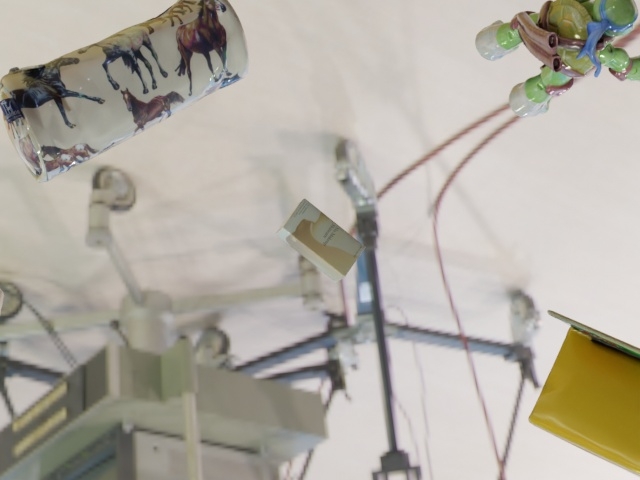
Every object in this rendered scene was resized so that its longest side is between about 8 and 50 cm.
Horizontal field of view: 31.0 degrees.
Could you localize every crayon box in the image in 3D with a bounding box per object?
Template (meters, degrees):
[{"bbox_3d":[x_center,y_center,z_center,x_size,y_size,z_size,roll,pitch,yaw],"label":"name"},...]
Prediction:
[{"bbox_3d":[0.285,0.154,0.839,0.202,0.081,0.318,23,175,36],"label":"crayon box"}]

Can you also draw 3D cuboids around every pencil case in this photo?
[{"bbox_3d":[-0.311,-0.261,1.834,0.410,0.160,0.183,-30,109,-15],"label":"pencil case"}]

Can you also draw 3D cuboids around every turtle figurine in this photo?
[{"bbox_3d":[0.335,-0.271,1.424,0.198,0.275,0.266,29,157,-18],"label":"turtle figurine"}]

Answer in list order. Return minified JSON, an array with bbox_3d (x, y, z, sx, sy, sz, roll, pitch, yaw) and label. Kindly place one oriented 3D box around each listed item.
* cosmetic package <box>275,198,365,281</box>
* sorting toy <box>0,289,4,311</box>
[{"bbox_3d":[0.000,0.000,1.649,0.115,0.060,0.041,37,159,-8],"label":"cosmetic package"},{"bbox_3d":[-0.483,0.102,1.478,0.047,0.348,0.196,-8,144,16],"label":"sorting toy"}]
